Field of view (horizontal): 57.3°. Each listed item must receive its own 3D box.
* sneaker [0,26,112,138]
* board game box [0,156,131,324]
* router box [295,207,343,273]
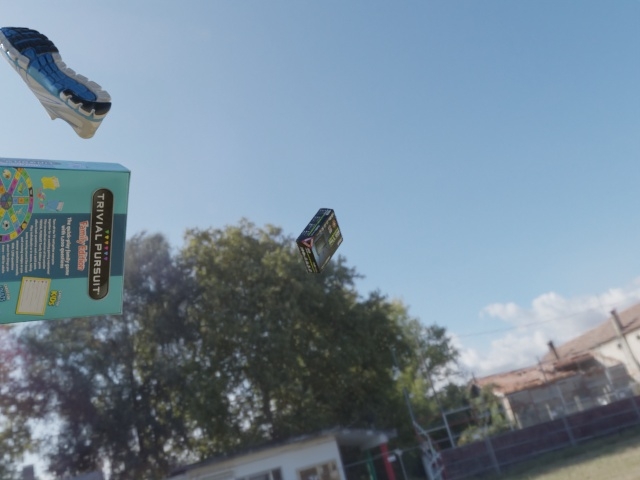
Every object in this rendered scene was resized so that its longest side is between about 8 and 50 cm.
[{"bbox_3d":[-0.375,-0.212,0.803,0.071,0.190,0.083,-42,-6,-47],"label":"sneaker"},{"bbox_3d":[-0.483,0.001,0.917,0.335,0.254,0.079,-1,17,-35],"label":"board game box"},{"bbox_3d":[0.000,0.000,1.301,0.038,0.122,0.092,7,-47,31],"label":"router box"}]
